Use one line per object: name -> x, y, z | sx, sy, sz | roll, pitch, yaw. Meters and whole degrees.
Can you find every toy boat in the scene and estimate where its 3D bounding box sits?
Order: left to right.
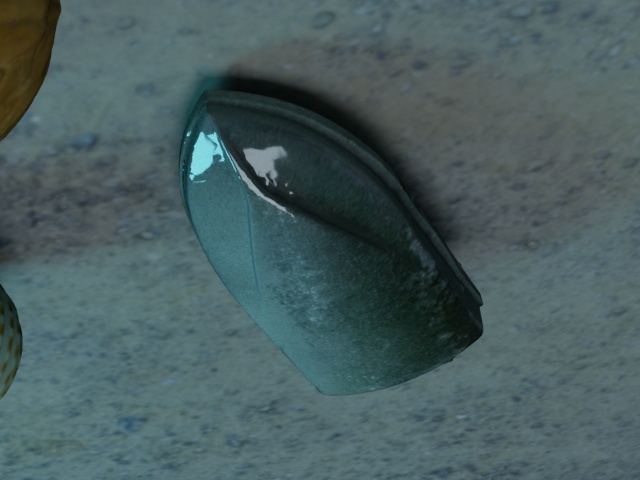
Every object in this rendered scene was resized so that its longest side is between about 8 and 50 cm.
toy boat -> 0.000, 0.000, 0.998 | 0.141, 0.092, 0.319 | -22, 139, 15

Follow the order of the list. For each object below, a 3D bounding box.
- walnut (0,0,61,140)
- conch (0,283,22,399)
walnut -> -0.234, -0.101, 0.674 | 0.225, 0.193, 0.193 | -12, 147, -10
conch -> -0.268, 0.054, 0.964 | 0.135, 0.102, 0.153 | -20, 115, 29
